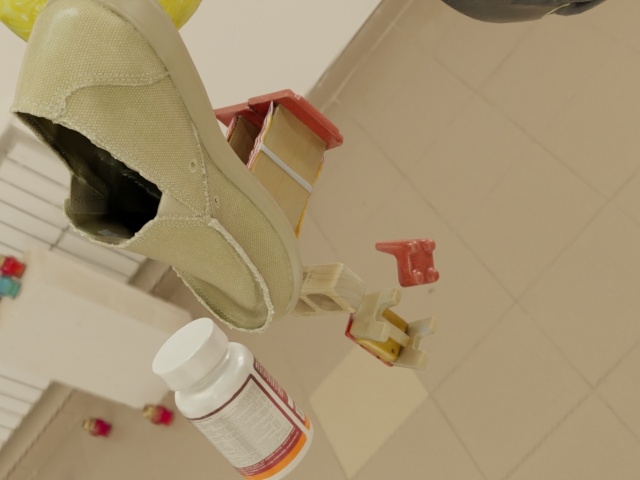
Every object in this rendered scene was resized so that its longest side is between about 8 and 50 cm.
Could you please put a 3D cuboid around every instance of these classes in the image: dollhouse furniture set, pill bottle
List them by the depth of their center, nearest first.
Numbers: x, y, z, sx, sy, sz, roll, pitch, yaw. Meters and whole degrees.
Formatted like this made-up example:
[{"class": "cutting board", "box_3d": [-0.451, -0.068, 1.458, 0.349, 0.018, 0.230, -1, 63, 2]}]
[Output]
[{"class": "dollhouse furniture set", "box_3d": [0.000, 0.000, 1.148, 0.152, 0.374, 0.201, -8, 53, 46]}, {"class": "pill bottle", "box_3d": [-0.117, 0.215, 1.173, 0.121, 0.221, 0.121, -32, 23, 15]}]

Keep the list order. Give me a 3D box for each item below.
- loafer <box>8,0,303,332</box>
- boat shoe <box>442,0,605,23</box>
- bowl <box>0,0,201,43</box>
[{"class": "loafer", "box_3d": [-0.095, -0.024, 0.512, 0.102, 0.268, 0.092, 14, 56, 37]}, {"class": "boat shoe", "box_3d": [0.197, -0.282, 0.472, 0.500, 0.187, 0.156, -52, 11, -32]}, {"class": "bowl", "box_3d": [-0.175, -0.309, 0.773, 0.156, 0.289, 0.289, -6, 61, 34]}]
